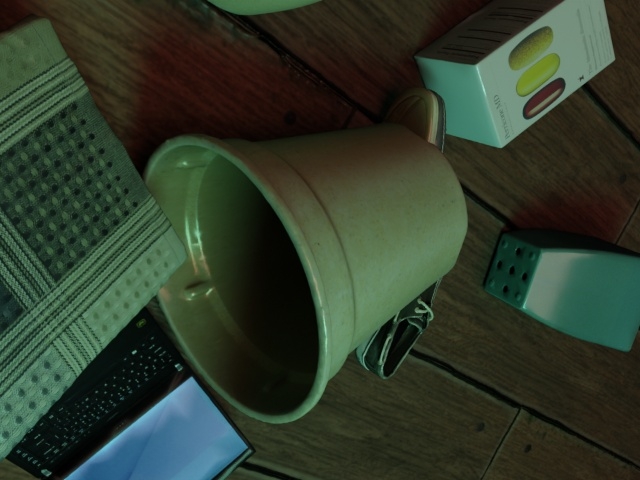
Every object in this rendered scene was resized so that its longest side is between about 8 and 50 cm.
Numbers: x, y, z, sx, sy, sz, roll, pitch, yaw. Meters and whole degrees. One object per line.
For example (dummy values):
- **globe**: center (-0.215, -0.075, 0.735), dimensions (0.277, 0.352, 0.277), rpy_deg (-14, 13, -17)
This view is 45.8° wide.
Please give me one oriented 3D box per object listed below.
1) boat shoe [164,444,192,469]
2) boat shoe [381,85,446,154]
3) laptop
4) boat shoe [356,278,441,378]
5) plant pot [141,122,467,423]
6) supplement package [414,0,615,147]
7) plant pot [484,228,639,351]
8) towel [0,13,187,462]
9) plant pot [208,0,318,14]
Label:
- **boat shoe**: center (-0.181, 0.330, 1.064), dimensions (0.056, 0.048, 0.153), rpy_deg (-37, 129, -14)
- **boat shoe**: center (0.136, -0.080, 1.089), dimensions (0.092, 0.103, 0.285), rpy_deg (-10, 116, -36)
- **laptop**: center (-0.237, 0.245, 0.924), dimensions (0.234, 0.136, 0.264), rpy_deg (-39, 148, -15)
- **boat shoe**: center (0.141, 0.114, 1.176), dimensions (0.078, 0.070, 0.219), rpy_deg (31, 89, -37)
- **plant pot**: center (0.000, 0.000, 0.917), dimensions (0.305, 0.334, 0.334), rpy_deg (-24, 119, -38)
- **supplement package**: center (0.282, -0.263, 1.092), dimensions (0.244, 0.134, 0.139), rpy_deg (-38, 123, -16)
- **plant pot**: center (0.412, 0.068, 1.286), dimensions (0.234, 0.165, 0.166), rpy_deg (13, 100, -28)
- **towel**: center (-0.291, -0.002, 0.702), dimensions (0.324, 0.056, 0.312), rpy_deg (-52, 128, -38)
- **plant pot**: center (-0.063, -0.349, 0.782), dimensions (0.284, 0.284, 0.191), rpy_deg (24, 129, -37)
